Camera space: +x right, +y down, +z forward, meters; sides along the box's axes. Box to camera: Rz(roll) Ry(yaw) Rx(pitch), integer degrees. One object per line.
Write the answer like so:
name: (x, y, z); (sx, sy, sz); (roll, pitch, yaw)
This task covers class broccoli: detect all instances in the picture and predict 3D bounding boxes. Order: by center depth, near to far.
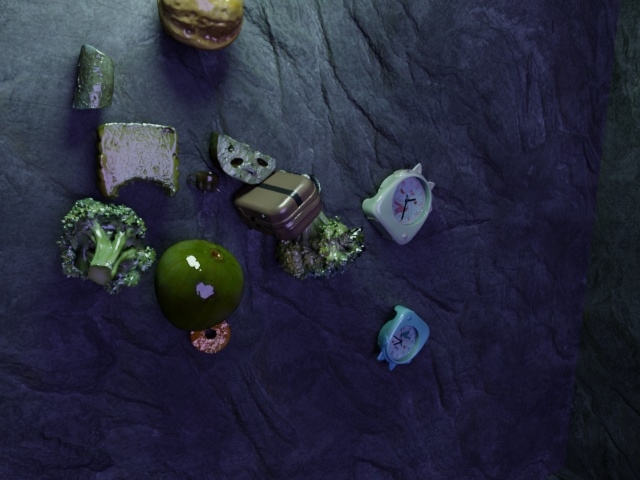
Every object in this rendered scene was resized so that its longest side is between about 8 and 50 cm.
broccoli: (-0.645, 0.027, 1.504); (0.288, 0.235, 0.260); (32, 50, -25)
broccoli: (-0.007, 0.000, 1.880); (0.293, 0.348, 0.280); (-46, 123, -66)

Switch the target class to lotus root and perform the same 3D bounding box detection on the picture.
lotus root: (-0.279, -0.276, 1.707); (0.235, 0.119, 0.138); (26, 88, -35)

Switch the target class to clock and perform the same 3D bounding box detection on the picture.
clock: (0.351, -0.166, 2.124); (0.324, 0.109, 0.265); (-49, 120, -13)
clock: (0.359, 0.452, 2.292); (0.274, 0.094, 0.223); (-50, 121, -9)

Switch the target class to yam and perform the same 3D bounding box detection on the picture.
yam: (-0.651, -0.461, 1.449); (0.107, 0.107, 0.183); (4, 99, -32)

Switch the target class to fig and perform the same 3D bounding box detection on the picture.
fig: (-0.408, 0.164, 1.650); (0.316, 0.316, 0.316); (-8, 106, -30)

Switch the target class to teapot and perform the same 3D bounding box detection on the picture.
teapot: (-0.391, -0.193, 1.690); (0.121, 0.076, 0.068); (14, 105, -6)

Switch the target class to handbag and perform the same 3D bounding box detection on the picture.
handbag: (-0.126, -0.146, 1.730); (0.283, 0.302, 0.149); (-42, 124, -23)

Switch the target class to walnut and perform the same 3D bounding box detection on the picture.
walnut: (-0.350, -0.684, 1.497); (0.257, 0.224, 0.257); (7, 76, -28)

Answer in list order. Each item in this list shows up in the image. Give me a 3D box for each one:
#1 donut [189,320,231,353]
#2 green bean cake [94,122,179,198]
donut: (-0.403, 0.333, 1.817); (0.152, 0.058, 0.152); (-7, 105, -29)
green bean cake: (-0.563, -0.241, 1.539); (0.236, 0.124, 0.233); (-4, 103, -31)
